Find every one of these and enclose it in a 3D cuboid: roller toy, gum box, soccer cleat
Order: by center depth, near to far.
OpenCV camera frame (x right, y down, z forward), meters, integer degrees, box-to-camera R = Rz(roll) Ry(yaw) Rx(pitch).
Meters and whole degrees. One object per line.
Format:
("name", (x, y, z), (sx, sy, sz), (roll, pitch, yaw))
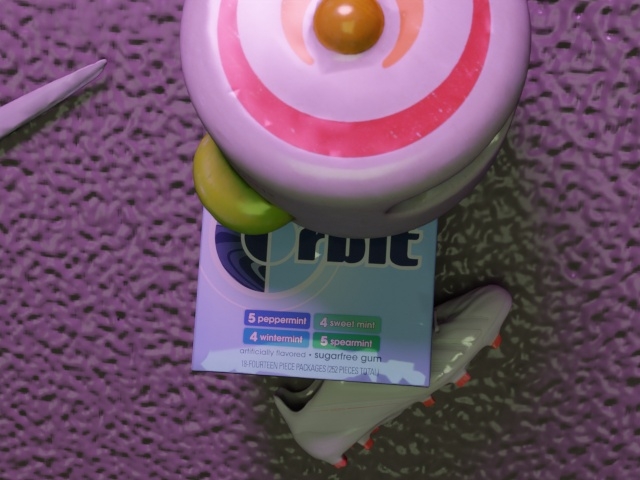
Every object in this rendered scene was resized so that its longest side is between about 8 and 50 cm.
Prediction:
("roller toy", (0.021, -0.106, 0.552), (0.191, 0.146, 0.209), (5, 81, 6))
("gum box", (0.000, 0.000, 0.639), (0.157, 0.041, 0.184), (3, 86, 7))
("soccer cleat", (0.049, 0.088, 0.683), (0.196, 0.068, 0.076), (-41, 96, 20))

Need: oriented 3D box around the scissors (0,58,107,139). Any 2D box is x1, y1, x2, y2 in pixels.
("scissors", (-0.288, -0.065, 0.699), (0.297, 0.021, 0.109), (-41, 97, 18))
